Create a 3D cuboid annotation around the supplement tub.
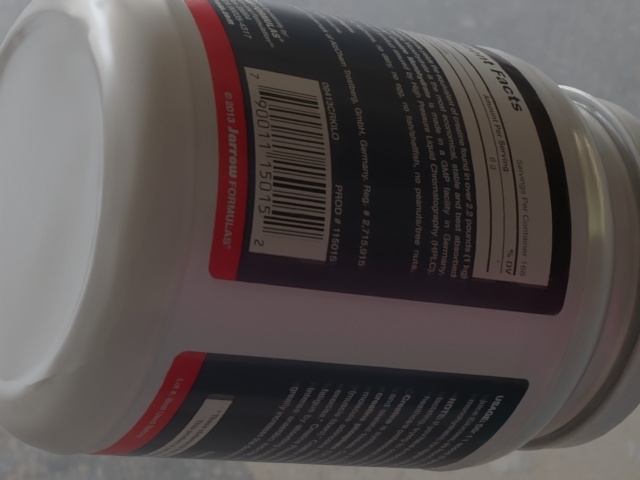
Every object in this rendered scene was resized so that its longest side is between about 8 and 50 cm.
[{"bbox_3d":[0.000,0.000,0.669,0.272,0.191,0.191,8,42,-32],"label":"supplement tub"}]
